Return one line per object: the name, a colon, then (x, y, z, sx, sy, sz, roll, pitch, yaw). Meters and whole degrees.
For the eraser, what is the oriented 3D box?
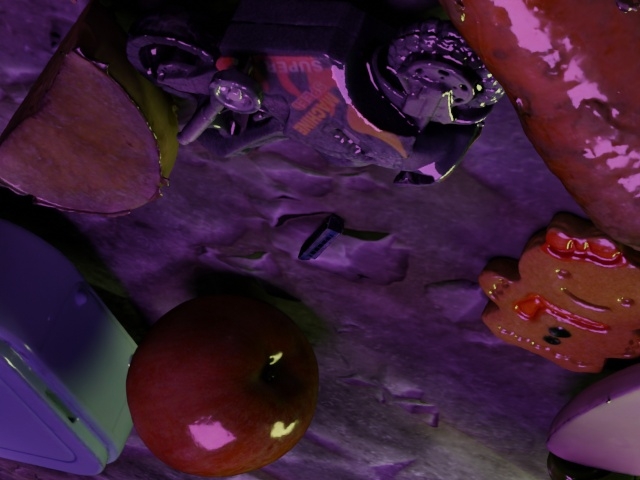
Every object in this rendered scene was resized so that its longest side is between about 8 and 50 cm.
eraser: (0.309, 0.164, 1.295, 0.204, 0.059, 0.243, 36, 148, -29)

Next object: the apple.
apple: (-0.097, 0.147, 1.434, 0.188, 0.188, 0.174, 40, 142, -28)

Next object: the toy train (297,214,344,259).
toy train: (0.000, 0.000, 1.290, 0.017, 0.017, 0.083, 22, 153, -12)

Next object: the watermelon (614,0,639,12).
watermelon: (0.253, -0.138, 0.694, 0.305, 0.180, 0.224, 32, 165, -18)

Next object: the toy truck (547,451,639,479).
toy truck: (0.310, 0.290, 1.406, 0.211, 0.187, 0.148, -5, 134, 0)

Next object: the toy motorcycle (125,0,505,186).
toy motorcycle: (0.004, -0.107, 1.014, 0.307, 0.108, 0.173, 7, 153, 31)

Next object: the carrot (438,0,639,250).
carrot: (0.160, -0.123, 0.844, 0.139, 0.138, 0.302, -7, 132, 44)

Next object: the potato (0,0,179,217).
potato: (-0.173, -0.104, 1.154, 0.138, 0.098, 0.243, 31, 148, -17)

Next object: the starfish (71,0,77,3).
starfish: (-0.197, -0.215, 1.068, 0.092, 0.016, 0.086, 1, 147, 45)

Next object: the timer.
timer: (-0.400, 0.097, 1.588, 0.395, 0.173, 0.395, 17, 152, 9)

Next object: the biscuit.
biscuit: (0.220, 0.053, 1.199, 0.166, 0.036, 0.225, 26, 151, -2)
